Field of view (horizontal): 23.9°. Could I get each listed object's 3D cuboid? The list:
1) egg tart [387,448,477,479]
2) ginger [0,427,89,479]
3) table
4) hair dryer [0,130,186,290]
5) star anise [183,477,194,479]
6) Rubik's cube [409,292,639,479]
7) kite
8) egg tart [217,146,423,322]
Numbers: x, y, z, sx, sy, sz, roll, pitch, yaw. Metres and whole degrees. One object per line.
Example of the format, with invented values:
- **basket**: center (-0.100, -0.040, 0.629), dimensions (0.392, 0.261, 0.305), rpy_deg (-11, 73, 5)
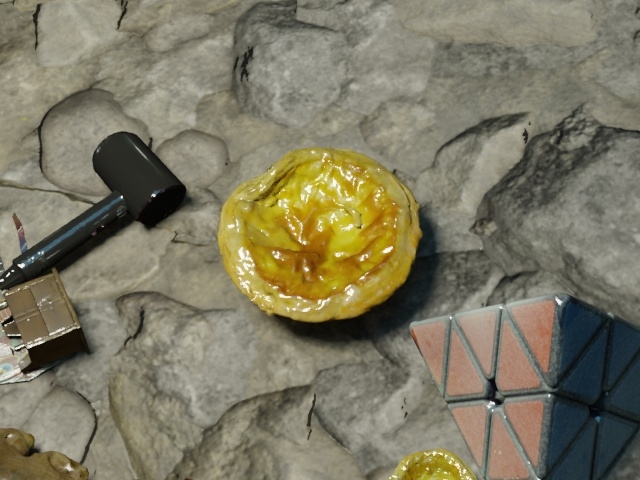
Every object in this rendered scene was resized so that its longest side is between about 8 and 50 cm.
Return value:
- **egg tart**: center (0.122, 0.272, 1.599), dimensions (0.105, 0.039, 0.105), rpy_deg (-2, 58, 4)
- **ginger**: center (-0.345, 0.269, 1.616), dimensions (0.333, 0.080, 0.166), rpy_deg (40, 58, 21)
- **table**: center (-0.319, 0.095, 1.717), dimensions (0.082, 0.070, 0.083), rpy_deg (-23, 64, -11)
- **hair dryer**: center (-0.290, -0.025, 1.804), dimensions (0.248, 0.070, 0.114), rpy_deg (-37, 63, -13)
- **star anise**: center (-0.117, 0.297, 1.548), dimensions (0.158, 0.144, 0.140), rpy_deg (33, 58, 23)
- **Rubik's cube**: center (0.238, 0.155, 1.604), dimensions (0.233, 0.229, 0.228), rpy_deg (-38, 13, 21)
- **kite**: center (-0.364, 0.066, 1.784), dimensions (0.127, 0.016, 0.229), rpy_deg (-12, 61, -6)
- **egg tart**: center (0.000, 0.000, 1.740), dimensions (0.241, 0.106, 0.241), rpy_deg (-1, 60, 1)
